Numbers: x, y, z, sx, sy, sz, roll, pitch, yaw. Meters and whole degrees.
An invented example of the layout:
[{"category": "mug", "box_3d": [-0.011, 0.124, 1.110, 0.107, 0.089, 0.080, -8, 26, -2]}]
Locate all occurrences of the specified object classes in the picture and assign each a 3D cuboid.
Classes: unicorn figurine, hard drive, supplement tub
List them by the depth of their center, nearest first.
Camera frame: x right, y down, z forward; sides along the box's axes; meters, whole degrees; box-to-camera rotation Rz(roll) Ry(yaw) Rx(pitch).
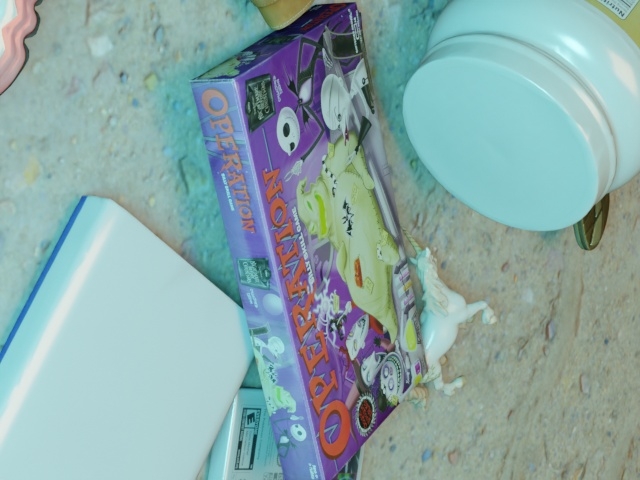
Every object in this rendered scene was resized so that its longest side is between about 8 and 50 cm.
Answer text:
[{"category": "hard drive", "box_3d": [-0.173, 0.157, 1.223, 0.210, 0.040, 0.318, 44, 64, -44]}, {"category": "supplement tub", "box_3d": [0.235, -0.181, 1.500, 0.316, 0.228, 0.228, -50, 131, -32]}, {"category": "unicorn figurine", "box_3d": [0.109, 0.077, 1.526, 0.111, 0.060, 0.162, 21, 80, -50]}]

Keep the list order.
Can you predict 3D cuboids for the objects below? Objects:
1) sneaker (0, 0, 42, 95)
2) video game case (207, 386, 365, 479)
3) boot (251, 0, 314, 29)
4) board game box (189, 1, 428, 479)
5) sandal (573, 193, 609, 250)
[{"category": "sneaker", "box_3d": [-0.226, -0.241, 1.035, 0.136, 0.116, 0.314, 19, 82, -48]}, {"category": "video game case", "box_3d": [-0.032, 0.227, 1.416, 0.183, 0.023, 0.201, 10, 88, -50]}, {"category": "boot", "box_3d": [-0.060, -0.226, 1.269, 0.197, 0.073, 0.152, -43, 131, -34]}, {"category": "board game box", "box_3d": [0.000, 0.000, 1.360, 0.208, 0.056, 0.347, -38, 122, -49]}, {"category": "sandal", "box_3d": [0.248, -0.077, 1.679, 0.072, 0.049, 0.180, -31, 105, -49]}]
